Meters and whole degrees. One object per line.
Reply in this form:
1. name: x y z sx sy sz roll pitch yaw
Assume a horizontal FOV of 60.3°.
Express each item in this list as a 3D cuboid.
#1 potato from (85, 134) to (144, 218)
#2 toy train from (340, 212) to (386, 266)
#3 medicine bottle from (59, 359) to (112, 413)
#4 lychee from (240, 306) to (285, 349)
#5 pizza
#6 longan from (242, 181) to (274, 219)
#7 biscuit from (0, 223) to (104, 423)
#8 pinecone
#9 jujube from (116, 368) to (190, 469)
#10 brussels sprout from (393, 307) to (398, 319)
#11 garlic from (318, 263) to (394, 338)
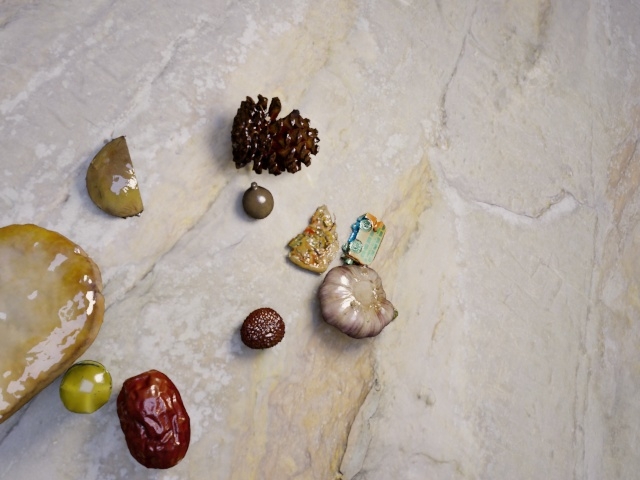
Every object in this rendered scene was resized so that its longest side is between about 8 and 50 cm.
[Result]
1. potato: -0.584 -0.181 1.534 0.138 0.098 0.243 -16 83 -21
2. toy train: 0.137 0.005 1.774 0.099 0.072 0.188 31 69 -18
3. medicine bottle: -0.571 0.354 1.347 0.124 0.239 0.124 5 78 -22
4. lychee: -0.167 0.257 1.580 0.123 0.123 0.129 47 64 -5
5. pizza: 0.000 0.000 1.725 0.147 0.069 0.226 40 68 -6
6. longan: -0.190 -0.123 1.659 0.106 0.106 0.119 -26 121 -23
7. biscuit: -0.774 0.167 1.373 0.429 0.104 0.446 44 67 7
8. pinecone: -0.133 -0.309 1.661 0.292 0.246 0.246 6 76 -39
9. jujube: -0.424 0.459 1.414 0.174 0.174 0.250 -15 85 -22
10. brussels sprout: 0.204 0.241 1.757 0.085 0.058 0.085 -22 121 -44
11. garlic: 0.101 0.192 1.680 0.245 0.160 0.244 13 54 -19
